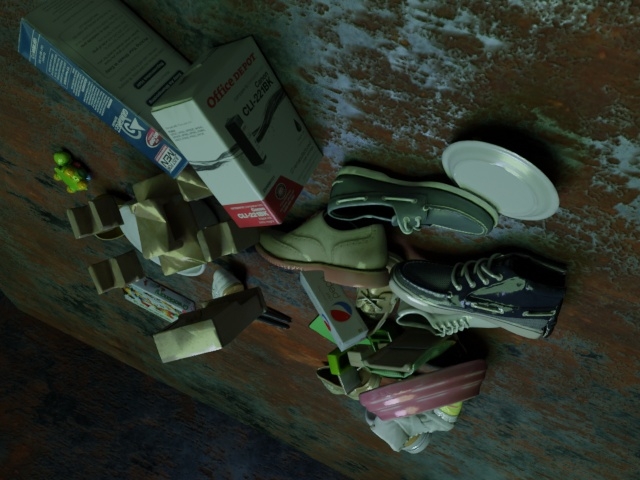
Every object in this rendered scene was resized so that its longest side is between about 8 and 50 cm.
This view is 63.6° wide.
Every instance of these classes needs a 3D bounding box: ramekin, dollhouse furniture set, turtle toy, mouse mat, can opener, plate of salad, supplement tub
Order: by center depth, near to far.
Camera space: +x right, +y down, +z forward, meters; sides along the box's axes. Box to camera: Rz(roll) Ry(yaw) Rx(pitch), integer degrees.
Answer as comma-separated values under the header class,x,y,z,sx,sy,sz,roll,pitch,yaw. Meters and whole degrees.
class,x,y,z,sx,sy,sz,roll,pitch,yaw
plate of salad,0.290,-0.101,0.835,0.199,0.048,0.200,32,166,9
dollhouse furniture set,-0.301,0.038,1.203,0.361,0.256,0.395,-17,96,17
dollhouse furniture set,0.193,0.318,1.287,0.301,0.197,0.152,-10,103,51
ramekin,-0.397,-0.036,1.394,0.272,0.127,0.273,20,145,15
turtle toy,-0.715,-0.197,1.481,0.095,0.066,0.130,-6,132,40
mouse mat,0.061,0.289,1.581,0.189,0.007,0.153,33,147,-2
can opener,-0.183,0.242,1.668,0.185,0.073,0.059,13,125,13
supplement tub,0.261,0.597,1.708,0.199,0.144,0.144,43,145,-19

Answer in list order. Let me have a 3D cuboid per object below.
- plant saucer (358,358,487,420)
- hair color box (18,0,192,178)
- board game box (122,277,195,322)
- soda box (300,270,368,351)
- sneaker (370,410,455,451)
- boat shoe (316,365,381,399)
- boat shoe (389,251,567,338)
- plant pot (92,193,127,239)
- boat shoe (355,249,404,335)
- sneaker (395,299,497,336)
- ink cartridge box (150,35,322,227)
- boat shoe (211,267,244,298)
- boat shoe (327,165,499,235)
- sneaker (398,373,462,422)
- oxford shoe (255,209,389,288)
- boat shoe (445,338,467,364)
class,x,y,z,sx,sy,sz,roll,pitch,yaw
plant saucer,0.263,0.381,1.296,0.331,0.084,0.332,-13,162,-4
hair color box,-0.351,-0.300,0.965,0.347,0.174,0.105,41,146,-15
board game box,-0.626,0.232,1.994,0.305,0.053,0.193,26,147,7
soda box,0.030,0.158,1.266,0.216,0.073,0.069,57,164,25
sneaker,0.278,0.572,1.592,0.292,0.169,0.108,30,179,-27
boat shoe,0.088,0.455,1.692,0.089,0.105,0.285,40,147,-19
boat shoe,0.309,0.073,1.016,0.340,0.127,0.158,14,138,10
plant pot,-0.627,-0.083,1.530,0.095,0.134,0.134,47,154,26
boat shoe,0.135,0.132,1.231,0.109,0.098,0.302,23,146,11
sneaker,0.293,0.178,1.175,0.257,0.091,0.094,0,137,38
ink cartridge box,-0.136,-0.188,0.926,0.114,0.197,0.273,-3,135,38
boat shoe,-0.292,0.152,1.608,0.096,0.098,0.277,53,158,13
boat shoe,0.159,-0.050,0.951,0.319,0.099,0.116,18,158,23
sneaker,0.328,0.438,1.524,0.208,0.081,0.094,29,118,15
oxford shoe,0.000,0.000,1.169,0.396,0.140,0.147,11,101,42
boat shoe,0.327,0.264,1.311,0.048,0.042,0.133,-8,129,49
